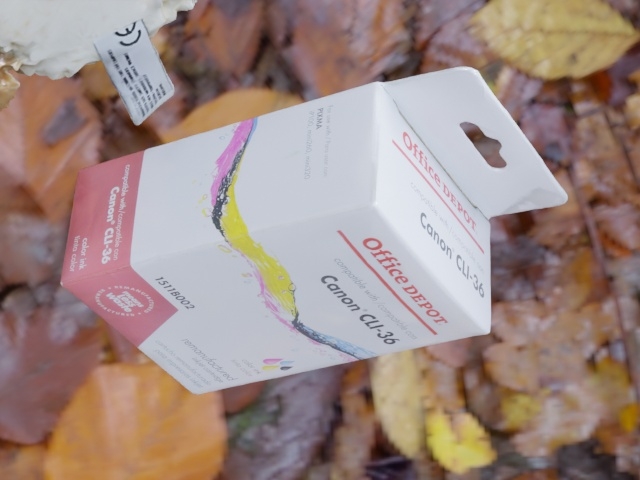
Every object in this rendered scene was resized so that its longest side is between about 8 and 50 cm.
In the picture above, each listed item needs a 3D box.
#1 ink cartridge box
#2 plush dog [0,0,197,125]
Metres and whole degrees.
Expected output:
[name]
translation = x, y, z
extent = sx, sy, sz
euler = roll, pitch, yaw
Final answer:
[ink cartridge box]
translation = 0.000, 0.000, 0.783
extent = 0.115, 0.198, 0.067
euler = 45, 39, -46
[plush dog]
translation = -0.150, -0.182, 0.751
extent = 0.262, 0.210, 0.225
euler = 5, 45, -46
